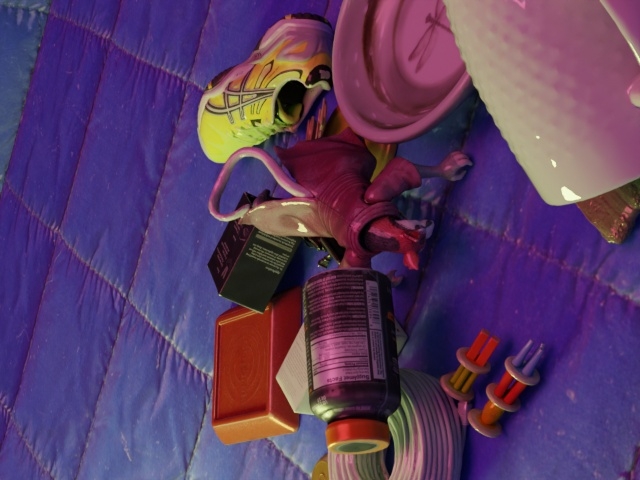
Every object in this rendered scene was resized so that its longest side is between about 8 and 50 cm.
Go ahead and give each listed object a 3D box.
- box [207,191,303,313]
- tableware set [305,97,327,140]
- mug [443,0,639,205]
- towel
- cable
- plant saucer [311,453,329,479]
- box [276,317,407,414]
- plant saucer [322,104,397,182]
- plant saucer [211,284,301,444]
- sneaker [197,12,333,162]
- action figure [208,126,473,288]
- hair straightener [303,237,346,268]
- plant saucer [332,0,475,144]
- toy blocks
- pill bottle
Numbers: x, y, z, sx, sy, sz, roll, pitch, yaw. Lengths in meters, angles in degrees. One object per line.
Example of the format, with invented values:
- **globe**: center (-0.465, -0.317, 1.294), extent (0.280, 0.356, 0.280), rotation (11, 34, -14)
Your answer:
- **box**: center (-0.118, 0.020, 2.261), extent (0.158, 0.093, 0.156), rotation (-61, 20, 11)
- **tableware set**: center (-0.013, -0.161, 2.215), extent (0.169, 0.020, 0.141), rotation (131, 147, -77)
- **mug**: center (0.291, -0.242, 1.401), extent (0.276, 0.328, 0.374), rotation (-32, 9, 2)
- **towel**: center (0.368, -0.073, 1.638), extent (0.110, 0.027, 0.148), rotation (-62, 35, 23)
- **cable**: center (0.106, 0.313, 1.870), extent (0.257, 0.089, 0.257), rotation (-12, 71, 56)
- **plant saucer**: center (0.007, 0.385, 2.073), extent (0.083, 0.015, 0.083), rotation (-23, 62, 53)
- **box**: center (0.031, 0.181, 1.990), extent (0.170, 0.130, 0.091), rotation (-63, 35, 22)
- **plant saucer**: center (0.057, -0.161, 2.144), extent (0.200, 0.037, 0.200), rotation (-25, 59, 52)
- **plant saucer**: center (-0.124, 0.224, 2.298), extent (0.259, 0.047, 0.258), rotation (-21, 64, 53)
- **sneaker**: center (-0.108, -0.247, 2.329), extent (0.385, 0.145, 0.147), rotation (-45, 45, 43)
- **action figure**: center (0.042, -0.063, 1.920), extent (0.370, 0.275, 0.248), rotation (37, 109, 58)
- **hair straightener**: center (0.000, 0.000, 2.171), extent (0.230, 0.047, 0.089), rotation (38, 112, 55)
- **plant saucer**: center (0.172, -0.330, 1.945), extent (0.400, 0.100, 0.400), rotation (-27, 56, 49)
- **toy blocks**: center (0.237, 0.171, 1.731), extent (0.123, 0.054, 0.148), rotation (53, 125, 37)
- **pill bottle**: center (0.044, 0.172, 1.802), extent (0.130, 0.130, 0.246), rotation (-32, 54, 49)
